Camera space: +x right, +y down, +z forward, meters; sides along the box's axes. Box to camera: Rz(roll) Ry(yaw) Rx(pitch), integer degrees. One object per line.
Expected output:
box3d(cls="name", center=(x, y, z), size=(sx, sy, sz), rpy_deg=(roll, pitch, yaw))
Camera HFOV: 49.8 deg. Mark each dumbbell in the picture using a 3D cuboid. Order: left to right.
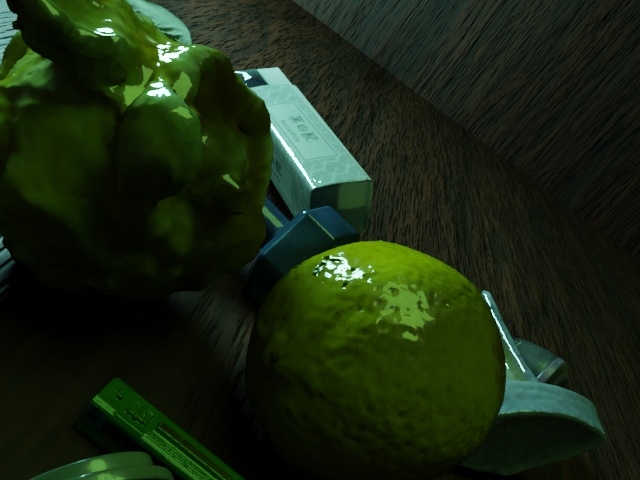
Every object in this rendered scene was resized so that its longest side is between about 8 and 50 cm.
box3d(cls="dumbbell", center=(-0.108, -0.052, 0.907), size=(0.325, 0.144, 0.160), rpy_deg=(42, 20, 12))

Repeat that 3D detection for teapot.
box3d(cls="teapot", center=(0.308, 0.199, 1.086), size=(0.146, 0.116, 0.148), rpy_deg=(38, 25, 28))

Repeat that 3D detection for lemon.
box3d(cls="lemon", center=(0.057, 0.124, 0.693), size=(0.267, 0.267, 0.267), rpy_deg=(31, 24, -16))

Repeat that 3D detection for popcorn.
box3d(cls="popcorn", center=(-0.190, -0.081, 0.664), size=(0.274, 0.279, 0.335), rpy_deg=(52, 22, 23))

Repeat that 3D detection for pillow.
box3d(cls="pillow", center=(-0.367, -0.471, 1.423), size=(0.229, 0.051, 0.128), rpy_deg=(22, 31, -37))

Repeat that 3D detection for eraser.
box3d(cls="eraser", center=(-0.045, -0.156, 1.105), size=(0.097, 0.098, 0.404), rpy_deg=(-11, 39, -20))

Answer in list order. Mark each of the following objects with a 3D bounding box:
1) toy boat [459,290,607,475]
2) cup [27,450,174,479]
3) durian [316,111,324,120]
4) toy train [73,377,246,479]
box3d(cls="toy boat", center=(0.206, 0.195, 0.938), size=(0.276, 0.111, 0.293), rpy_deg=(-6, 32, -29))
box3d(cls="cup", center=(-0.138, 0.216, 0.428), size=(0.120, 0.120, 0.141), rpy_deg=(10, 50, -47))
box3d(cls="durian", center=(-0.065, -0.215, 1.328), size=(0.208, 0.102, 0.146), rpy_deg=(5, 30, -39))
box3d(cls="toy train", center=(-0.106, 0.197, 0.577), size=(0.209, 0.042, 0.044), rpy_deg=(38, 24, 1))
